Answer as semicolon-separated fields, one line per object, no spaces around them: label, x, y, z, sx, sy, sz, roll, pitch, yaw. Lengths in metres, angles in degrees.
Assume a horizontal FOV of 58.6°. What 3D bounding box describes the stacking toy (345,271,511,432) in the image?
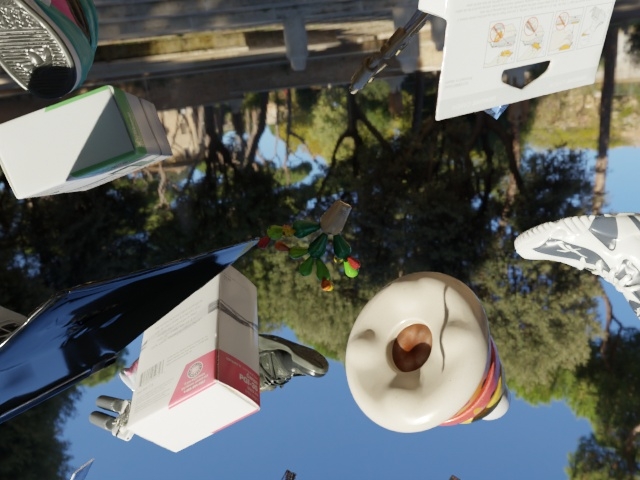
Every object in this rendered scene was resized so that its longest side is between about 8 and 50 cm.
stacking toy;0.323;0.311;1.342;0.479;0.351;0.350;33;169;-39

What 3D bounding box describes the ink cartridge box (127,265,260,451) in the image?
ink cartridge box;-0.221;0.202;1.041;0.207;0.117;0.283;-31;-142;20

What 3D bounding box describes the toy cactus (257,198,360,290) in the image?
toy cactus;0.000;0.000;1.158;0.218;0.181;0.112;29;-162;-8

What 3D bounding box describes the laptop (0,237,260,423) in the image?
laptop;-0.335;0.058;0.577;0.407;0.237;0.382;19;-171;10

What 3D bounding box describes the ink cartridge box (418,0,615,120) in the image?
ink cartridge box;0.242;-0.288;0.674;0.275;0.239;0.060;-17;-140;-22

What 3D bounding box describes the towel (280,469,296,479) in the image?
towel;-0.125;0.675;1.289;0.040;0.243;0.336;33;174;1

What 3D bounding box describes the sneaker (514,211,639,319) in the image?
sneaker;0.363;0.046;0.685;0.234;0.153;0.094;-5;173;12

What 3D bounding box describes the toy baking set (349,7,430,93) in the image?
toy baking set;0.135;-0.358;1.022;0.197;0.030;0.256;-47;-176;-8

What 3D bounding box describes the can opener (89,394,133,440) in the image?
can opener;-0.419;0.377;1.208;0.280;0.093;0.074;-13;-129;51

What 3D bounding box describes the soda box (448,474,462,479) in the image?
soda box;0.346;0.574;1.167;0.210;0.067;0.071;24;-173;23

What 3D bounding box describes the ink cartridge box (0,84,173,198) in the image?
ink cartridge box;-0.407;-0.173;1.028;0.211;0.122;0.289;-21;-172;1

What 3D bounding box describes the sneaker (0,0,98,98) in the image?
sneaker;-0.398;-0.337;0.751;0.123;0.296;0.178;-26;-159;7

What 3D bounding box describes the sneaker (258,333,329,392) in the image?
sneaker;-0.075;0.306;1.334;0.227;0.131;0.087;10;179;40

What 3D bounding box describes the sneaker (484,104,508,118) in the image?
sneaker;0.460;-0.384;1.529;0.090;0.081;0.232;39;-164;10

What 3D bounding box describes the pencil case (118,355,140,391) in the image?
pencil case;-0.388;0.297;1.494;0.273;0.113;0.124;-41;-170;-9

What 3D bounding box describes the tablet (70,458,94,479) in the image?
tablet;-0.457;0.451;1.069;0.006;0.083;0.054;33;-162;11
